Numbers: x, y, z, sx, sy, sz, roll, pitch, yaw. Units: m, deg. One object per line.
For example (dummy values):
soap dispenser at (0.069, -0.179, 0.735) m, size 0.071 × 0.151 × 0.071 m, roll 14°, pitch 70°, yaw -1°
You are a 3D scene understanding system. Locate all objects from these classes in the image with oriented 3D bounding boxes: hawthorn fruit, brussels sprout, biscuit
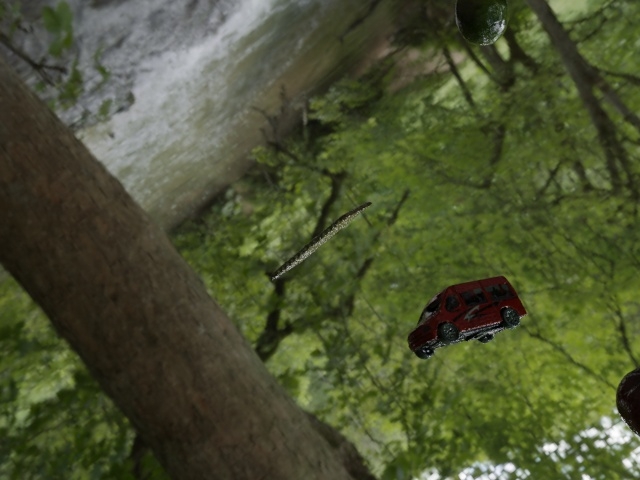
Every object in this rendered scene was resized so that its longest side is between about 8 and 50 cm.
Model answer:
hawthorn fruit at (0.750, 0.343, 1.341) m, size 0.210 × 0.266 × 0.230 m, roll -60°, pitch -167°, yaw -22°
brussels sprout at (0.428, -0.598, 1.779) m, size 0.181 × 0.161 × 0.144 m, roll 10°, pitch 130°, yaw -49°
biscuit at (0.000, 0.000, 1.392) m, size 0.231 × 0.016 × 0.139 m, roll -39°, pitch 175°, yaw 32°

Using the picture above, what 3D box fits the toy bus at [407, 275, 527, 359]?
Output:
toy bus at (0.216, 0.115, 1.024) m, size 0.195 × 0.089 × 0.081 m, roll -9°, pitch 157°, yaw -29°
